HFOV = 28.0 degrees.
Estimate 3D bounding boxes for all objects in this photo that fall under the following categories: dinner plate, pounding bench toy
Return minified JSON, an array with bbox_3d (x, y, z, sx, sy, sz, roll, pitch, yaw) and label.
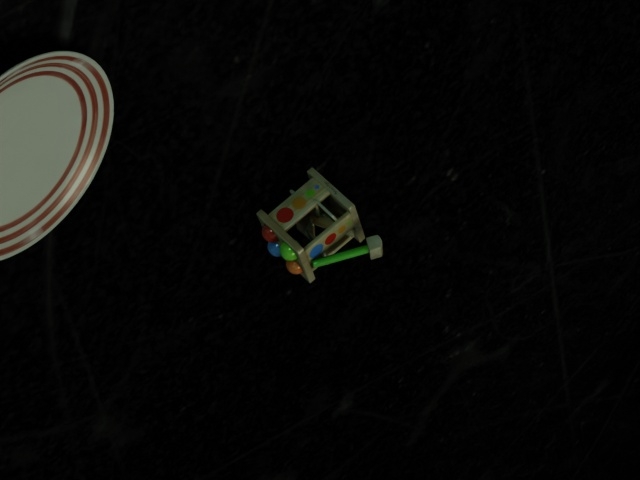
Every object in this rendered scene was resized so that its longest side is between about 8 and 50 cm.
[{"bbox_3d":[-0.176,-0.050,0.751,0.141,0.017,0.141,-44,156,-26],"label":"dinner plate"},{"bbox_3d":[0.000,0.000,0.990,0.065,0.083,0.052,-41,150,-12],"label":"pounding bench toy"}]
